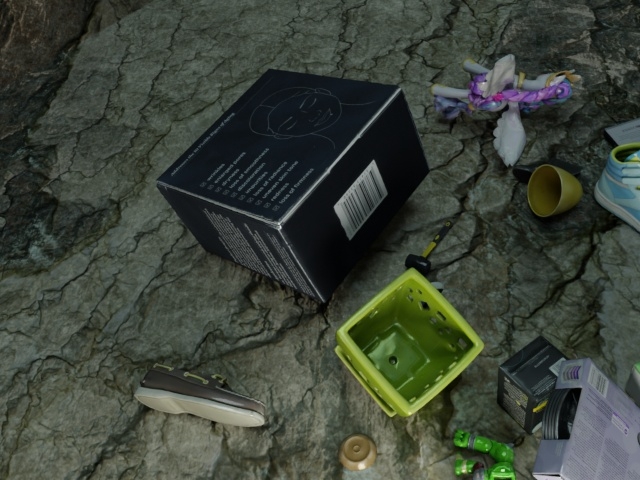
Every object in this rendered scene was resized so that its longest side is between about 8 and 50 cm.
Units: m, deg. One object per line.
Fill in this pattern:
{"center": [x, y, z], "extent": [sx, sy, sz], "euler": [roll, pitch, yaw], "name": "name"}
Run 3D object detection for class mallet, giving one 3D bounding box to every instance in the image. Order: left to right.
{"center": [0.296, 0.016, 1.759], "extent": [0.062, 0.039, 0.190], "euler": [30, 58, 33], "name": "mallet"}

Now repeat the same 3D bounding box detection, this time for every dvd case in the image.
{"center": [0.911, -0.249, 1.853], "extent": [0.179, 0.029, 0.238], "euler": [-17, 48, -2], "name": "dvd case"}

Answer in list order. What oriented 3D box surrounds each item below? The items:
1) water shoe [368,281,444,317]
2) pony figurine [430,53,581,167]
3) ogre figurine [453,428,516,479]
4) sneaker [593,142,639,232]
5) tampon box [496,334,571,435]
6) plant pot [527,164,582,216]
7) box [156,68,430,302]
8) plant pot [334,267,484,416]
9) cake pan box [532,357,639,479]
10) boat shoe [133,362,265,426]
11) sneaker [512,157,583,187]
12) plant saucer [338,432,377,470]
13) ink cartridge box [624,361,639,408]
{"center": [0.215, 0.172, 1.631], "extent": [0.203, 0.073, 0.080], "euler": [-27, 70, -5], "name": "water shoe"}
{"center": [0.508, -0.414, 1.955], "extent": [0.363, 0.303, 0.351], "euler": [16, 45, 42], "name": "pony figurine"}
{"center": [0.322, 0.468, 1.326], "extent": [0.118, 0.097, 0.197], "euler": [-9, 36, 20], "name": "ogre figurine"}
{"center": [0.812, -0.116, 1.642], "extent": [0.127, 0.208, 0.319], "euler": [-37, 53, -21], "name": "sneaker"}
{"center": [0.441, 0.297, 1.400], "extent": [0.120, 0.161, 0.101], "euler": [-33, 52, -15], "name": "tampon box"}
{"center": [0.614, -0.127, 1.761], "extent": [0.095, 0.134, 0.134], "euler": [0, 45, -21], "name": "plant pot"}
{"center": [-0.065, -0.165, 1.744], "extent": [0.472, 0.297, 0.480], "euler": [21, 61, 40], "name": "box"}
{"center": [0.171, 0.232, 1.459], "extent": [0.228, 0.207, 0.227], "euler": [-37, 77, -19], "name": "plant pot"}
{"center": [0.512, 0.385, 1.258], "extent": [0.070, 0.267, 0.246], "euler": [-23, 32, 49], "name": "cake pan box"}
{"center": [-0.265, 0.345, 1.547], "extent": [0.324, 0.116, 0.097], "euler": [4, 54, 23], "name": "boat shoe"}
{"center": [0.615, -0.189, 1.855], "extent": [0.170, 0.051, 0.089], "euler": [20, 57, 21], "name": "sneaker"}
{"center": [0.078, 0.445, 1.450], "extent": [0.083, 0.015, 0.083], "euler": [-6, 49, 7], "name": "plant saucer"}
{"center": [0.791, 0.299, 1.350], "extent": [0.278, 0.117, 0.201], "euler": [-20, 49, -6], "name": "ink cartridge box"}
